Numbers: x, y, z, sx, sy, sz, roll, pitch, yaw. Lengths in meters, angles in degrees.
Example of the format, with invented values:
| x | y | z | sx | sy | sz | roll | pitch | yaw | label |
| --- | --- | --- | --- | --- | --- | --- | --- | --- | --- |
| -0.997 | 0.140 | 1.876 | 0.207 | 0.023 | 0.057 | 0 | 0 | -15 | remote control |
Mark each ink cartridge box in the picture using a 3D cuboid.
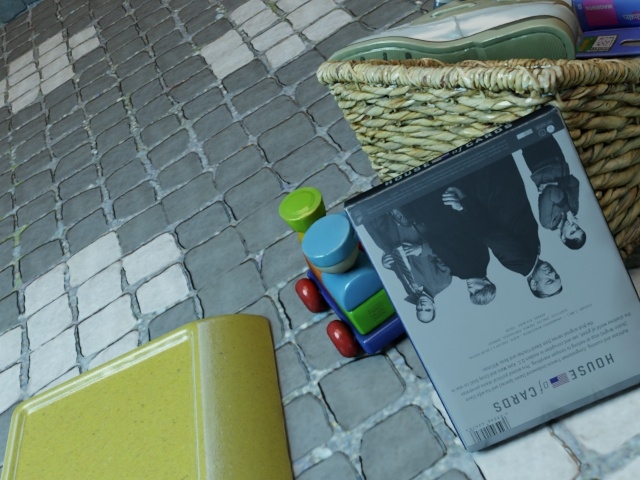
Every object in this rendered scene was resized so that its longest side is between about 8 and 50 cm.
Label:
| x | y | z | sx | sy | sz | roll | pitch | yaw | label |
| --- | --- | --- | --- | --- | --- | --- | --- | --- | --- |
| 0.444 | -0.347 | 1.034 | 0.186 | 0.065 | 0.311 | 8 | 54 | 41 | ink cartridge box |

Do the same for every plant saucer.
| x | y | z | sx | sy | sz | roll | pitch | yaw | label |
| --- | --- | --- | --- | --- | --- | --- | --- | --- | --- |
| -0.198 | 0.226 | 0.822 | 0.333 | 0.081 | 0.333 | -26 | 37 | 8 | plant saucer |

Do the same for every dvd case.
| x | y | z | sx | sy | sz | roll | pitch | yaw | label |
| --- | --- | --- | --- | --- | --- | --- | --- | --- | --- |
| 0.150 | 0.037 | 0.664 | 0.179 | 0.238 | 0.029 | -25 | 14 | 9 | dvd case |

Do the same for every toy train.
| x | y | z | sx | sy | sz | roll | pitch | yaw | label |
| --- | --- | --- | --- | --- | --- | --- | --- | --- | --- |
| 0.000 | 0.000 | 0.883 | 0.105 | 0.143 | 0.248 | -35 | 37 | -4 | toy train |

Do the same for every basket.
| x | y | z | sx | sy | sz | roll | pitch | yaw | label |
| --- | --- | --- | --- | --- | --- | --- | --- | --- | --- |
| 0.190 | -0.134 | 0.816 | 0.213 | 0.223 | 0.299 | -44 | 32 | -21 | basket |

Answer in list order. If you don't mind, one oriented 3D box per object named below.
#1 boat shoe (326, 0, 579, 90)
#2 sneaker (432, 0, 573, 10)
| x | y | z | sx | sy | sz | roll | pitch | yaw | label |
| --- | --- | --- | --- | --- | --- | --- | --- | --- | --- |
| 0.155 | -0.224 | 1.001 | 0.302 | 0.113 | 0.103 | -2 | 41 | 23 | boat shoe |
| 0.211 | -0.341 | 1.129 | 0.163 | 0.086 | 0.226 | -13 | 34 | -15 | sneaker |
